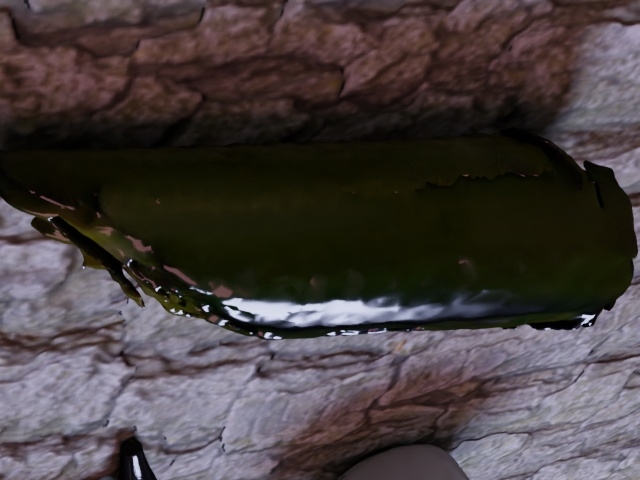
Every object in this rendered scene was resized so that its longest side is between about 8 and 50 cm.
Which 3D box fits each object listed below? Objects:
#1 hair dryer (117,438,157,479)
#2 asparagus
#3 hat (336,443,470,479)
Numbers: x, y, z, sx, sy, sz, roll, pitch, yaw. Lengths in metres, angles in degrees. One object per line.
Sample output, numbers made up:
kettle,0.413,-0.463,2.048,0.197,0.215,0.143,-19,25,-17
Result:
hair dryer,-0.156,0.173,1.093,0.083,0.031,0.079,-11,137,-6
asparagus,0.000,0.000,0.855,0.382,0.108,0.128,-2,144,-28
hat,0.071,0.243,1.248,0.203,0.126,0.203,-17,149,-11
